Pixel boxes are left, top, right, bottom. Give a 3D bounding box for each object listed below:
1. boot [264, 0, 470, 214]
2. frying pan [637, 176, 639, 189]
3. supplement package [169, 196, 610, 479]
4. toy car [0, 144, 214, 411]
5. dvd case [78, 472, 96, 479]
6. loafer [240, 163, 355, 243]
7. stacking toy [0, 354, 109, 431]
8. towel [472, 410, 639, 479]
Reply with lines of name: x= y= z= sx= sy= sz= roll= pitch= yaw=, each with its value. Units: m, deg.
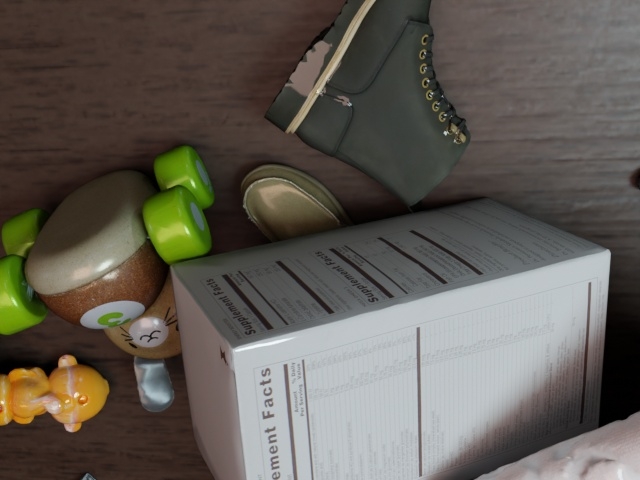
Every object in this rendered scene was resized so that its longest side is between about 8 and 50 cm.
boot: x=0.071 y=-0.122 z=0.524 sx=0.137 sy=0.077 sz=0.198 roll=35 pitch=125 yaw=-10
frying pan: x=0.402 y=-0.071 z=0.500 sx=0.326 sy=0.053 sz=0.197 roll=16 pitch=112 yaw=-1
supplement package: x=0.043 y=0.071 z=0.505 sx=0.244 sy=0.134 sz=0.139 roll=-11 pitch=112 yaw=-21
toy car: x=-0.130 y=0.051 z=0.588 sx=0.155 sy=0.149 sz=0.188 roll=-22 pitch=118 yaw=6
dvd case: x=-0.209 y=0.287 z=0.752 sx=0.087 sy=0.013 sz=0.119 roll=-41 pitch=99 yaw=21
loafer: x=0.000 y=0.000 z=0.586 sx=0.148 sy=0.050 sz=0.056 roll=39 pitch=112 yaw=-7
stacking toy: x=-0.330 y=0.137 z=0.642 sx=0.302 sy=0.166 sz=0.175 roll=-5 pitch=95 yaw=-17
towel: x=0.193 y=0.196 z=0.533 sx=0.332 sy=0.053 sz=0.317 roll=-31 pitch=143 yaw=19
